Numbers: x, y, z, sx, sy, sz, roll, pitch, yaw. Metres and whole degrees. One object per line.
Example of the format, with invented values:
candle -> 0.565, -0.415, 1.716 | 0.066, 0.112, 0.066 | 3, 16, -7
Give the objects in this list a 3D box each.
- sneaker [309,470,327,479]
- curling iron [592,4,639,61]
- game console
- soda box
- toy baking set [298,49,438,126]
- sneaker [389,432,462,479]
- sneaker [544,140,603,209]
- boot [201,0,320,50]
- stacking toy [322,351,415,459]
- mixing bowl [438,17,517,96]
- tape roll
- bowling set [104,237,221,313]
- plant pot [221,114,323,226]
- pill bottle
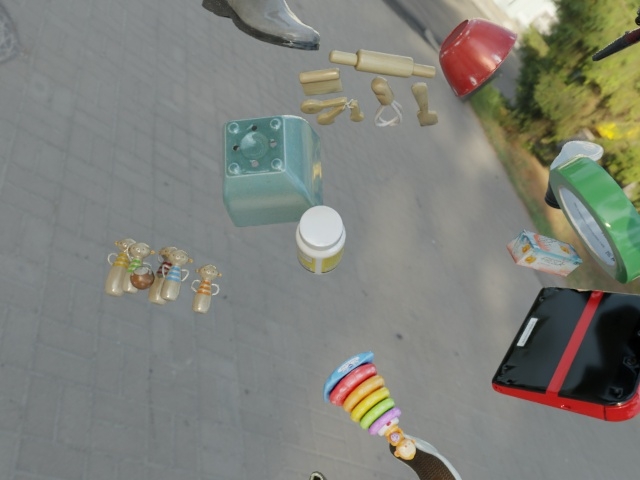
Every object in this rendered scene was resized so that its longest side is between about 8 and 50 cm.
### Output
sneaker -> -0.012, 0.661, 1.571 | 0.071, 0.066, 0.188 | 68, 14, -48
curling iron -> 0.658, -0.443, 1.378 | 0.068, 0.035, 0.274 | 26, -5, -1
game console -> 0.653, 0.265, 1.600 | 0.386, 0.342, 0.060 | -48, 124, -35
soda box -> 0.523, 0.031, 1.500 | 0.183, 0.063, 0.058 | 13, 42, -33
toy baking set -> 0.084, -0.229, 0.997 | 0.257, 0.197, 0.030 | 2, 74, -14
sneaker -> 0.328, 0.641, 1.825 | 0.123, 0.105, 0.290 | 21, 8, -36
sneaker -> 0.742, -0.191, 1.903 | 0.105, 0.146, 0.296 | 25, 42, 30
boot -> -0.110, -0.538, 1.316 | 0.338, 0.222, 0.118 | 35, 26, 26
stacking toy -> 0.152, 0.471, 1.757 | 0.302, 0.175, 0.165 | 50, -21, 25
mixing bowl -> 0.323, -0.412, 1.393 | 0.098, 0.181, 0.181 | 37, 30, -15
tape roll -> 0.667, -0.051, 1.534 | 0.321, 0.077, 0.321 | 57, 8, -12
bowling set -> -0.382, 0.065, 1.540 | 0.287, 0.200, 0.154 | 12, 71, -5
plant pot -> -0.135, -0.194, 1.622 | 0.252, 0.248, 0.246 | 61, 26, -73
pill bottle -> 0.000, 0.000, 1.542 | 0.119, 0.119, 0.208 | 60, -10, 15
